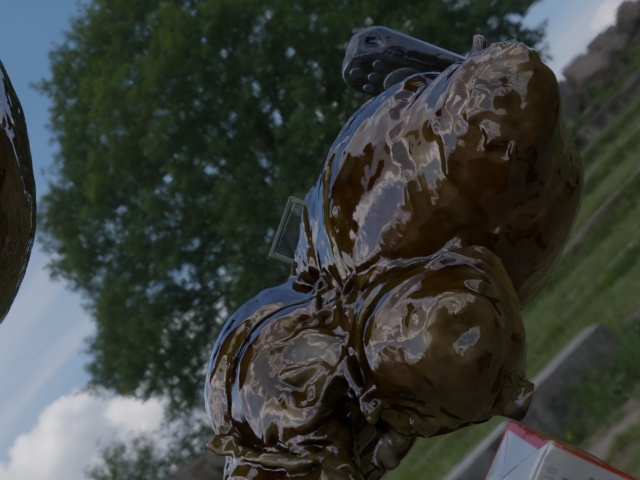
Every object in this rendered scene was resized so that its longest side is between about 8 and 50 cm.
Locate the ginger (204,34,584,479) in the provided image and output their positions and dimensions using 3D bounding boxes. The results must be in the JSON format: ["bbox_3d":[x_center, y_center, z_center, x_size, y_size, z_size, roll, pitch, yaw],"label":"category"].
[{"bbox_3d":[0.034,0.040,0.594,0.358,0.152,0.274,-57,0,23],"label":"ginger"}]

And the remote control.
[{"bbox_3d":[0.157,-0.198,1.228,0.090,0.265,0.066,119,163,-61],"label":"remote control"}]

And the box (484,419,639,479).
[{"bbox_3d":[0.178,0.255,0.835,0.133,0.099,0.182,117,177,-84],"label":"box"}]

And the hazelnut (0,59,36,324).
[{"bbox_3d":[-0.416,-0.044,0.857,0.421,0.352,0.421,0,-90,-72],"label":"hazelnut"}]

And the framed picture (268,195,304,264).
[{"bbox_3d":[0.000,0.000,1.003,0.006,0.089,0.066,105,-175,-85],"label":"framed picture"}]
